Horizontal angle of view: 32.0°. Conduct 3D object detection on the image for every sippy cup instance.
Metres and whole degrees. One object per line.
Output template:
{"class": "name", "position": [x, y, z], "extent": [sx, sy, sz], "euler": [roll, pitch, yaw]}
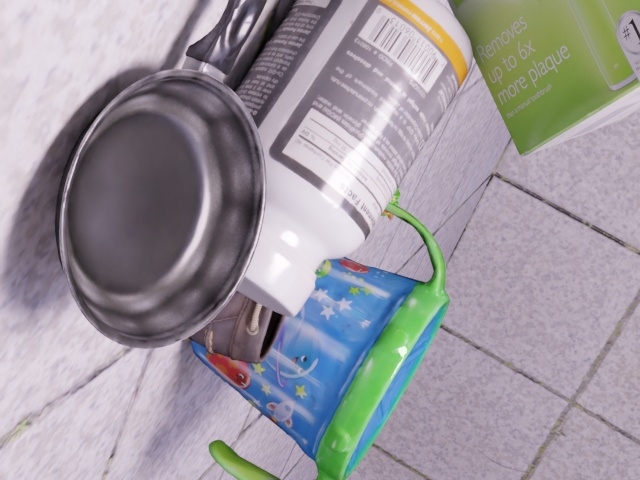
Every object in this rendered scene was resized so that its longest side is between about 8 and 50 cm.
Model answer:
{"class": "sippy cup", "position": [-0.011, 0.105, 1.216], "extent": [0.305, 0.224, 0.240], "euler": [-52, 167, -30]}

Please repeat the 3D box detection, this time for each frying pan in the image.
{"class": "frying pan", "position": [-0.106, -0.085, 0.769], "extent": [0.197, 0.053, 0.326], "euler": [-11, 110, -51]}

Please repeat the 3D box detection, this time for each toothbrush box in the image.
{"class": "toothbrush box", "position": [0.201, -0.242, 0.908], "extent": [0.122, 0.283, 0.206], "euler": [-20, 174, -27]}

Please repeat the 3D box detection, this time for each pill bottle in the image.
{"class": "pill bottle", "position": [-0.003, -0.086, 0.947], "extent": [0.278, 0.162, 0.162], "euler": [-57, 168, -10]}

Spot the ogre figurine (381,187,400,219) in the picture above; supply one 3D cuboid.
{"class": "ogre figurine", "position": [0.053, -0.088, 1.358], "extent": [0.197, 0.096, 0.118], "euler": [-71, 169, -72]}

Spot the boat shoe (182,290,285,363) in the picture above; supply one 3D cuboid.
{"class": "boat shoe", "position": [-0.015, -0.038, 1.086], "extent": [0.355, 0.130, 0.132], "euler": [-59, 168, -3]}
